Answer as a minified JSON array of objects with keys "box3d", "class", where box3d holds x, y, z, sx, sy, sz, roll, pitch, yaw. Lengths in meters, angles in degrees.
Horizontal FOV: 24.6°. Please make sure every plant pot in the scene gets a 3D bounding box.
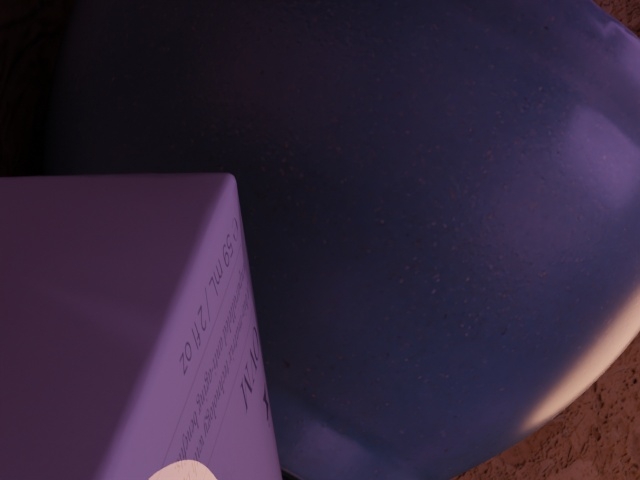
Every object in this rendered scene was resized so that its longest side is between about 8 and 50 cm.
[{"box3d":[0.000,0.000,0.626,0.196,0.293,0.293,-61,163,-10],"class":"plant pot"}]

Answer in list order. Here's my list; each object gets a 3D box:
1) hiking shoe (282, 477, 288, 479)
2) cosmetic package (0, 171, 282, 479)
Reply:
[{"box3d":[-0.031,0.126,0.849,0.132,0.113,0.304,64,37,-77],"class":"hiking shoe"},{"box3d":[-0.091,0.131,0.403,0.224,0.138,0.225,-74,161,-57],"class":"cosmetic package"}]
